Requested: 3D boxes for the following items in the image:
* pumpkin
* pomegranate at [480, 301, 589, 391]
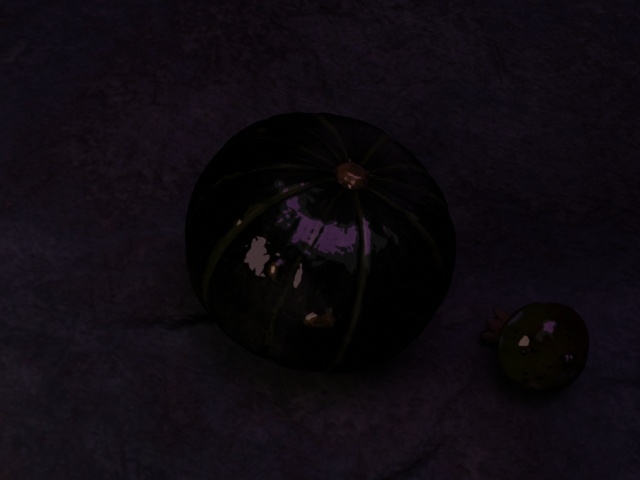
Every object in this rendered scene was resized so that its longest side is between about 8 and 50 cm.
[{"bbox_3d":[0.000,0.000,1.951,0.323,0.241,0.323,8,44,-7],"label":"pumpkin"},{"bbox_3d":[0.254,0.121,2.018,0.114,0.115,0.142,-18,27,-33],"label":"pomegranate"}]
